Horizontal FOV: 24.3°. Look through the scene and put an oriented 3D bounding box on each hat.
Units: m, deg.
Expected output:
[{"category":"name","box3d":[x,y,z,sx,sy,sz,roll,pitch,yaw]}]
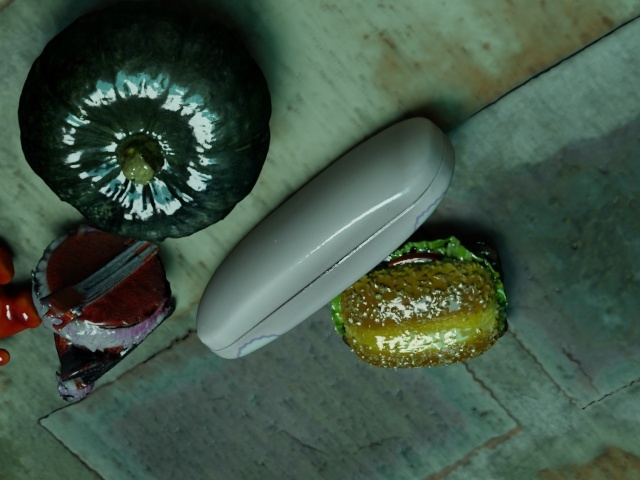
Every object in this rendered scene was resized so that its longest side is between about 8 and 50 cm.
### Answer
[{"category":"hat","box3d":[-0.221,0.093,1.408,0.129,0.140,0.227,23,136,0]}]

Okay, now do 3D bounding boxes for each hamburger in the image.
[{"category":"hamburger","box3d":[0.090,0.060,1.380,0.166,0.087,0.137,-7,124,8]}]

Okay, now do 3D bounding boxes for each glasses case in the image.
[{"category":"glasses case","box3d":[0.000,0.000,1.327,0.297,0.113,0.075,-37,117,25]}]

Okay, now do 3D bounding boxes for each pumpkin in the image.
[{"category":"pumpkin","box3d":[-0.145,-0.097,1.244,0.211,0.152,0.212,2,110,5]}]

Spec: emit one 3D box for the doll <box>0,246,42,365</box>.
[{"category":"doll","box3d":[-0.389,0.084,1.433,0.245,0.076,0.142,-22,114,12]}]
